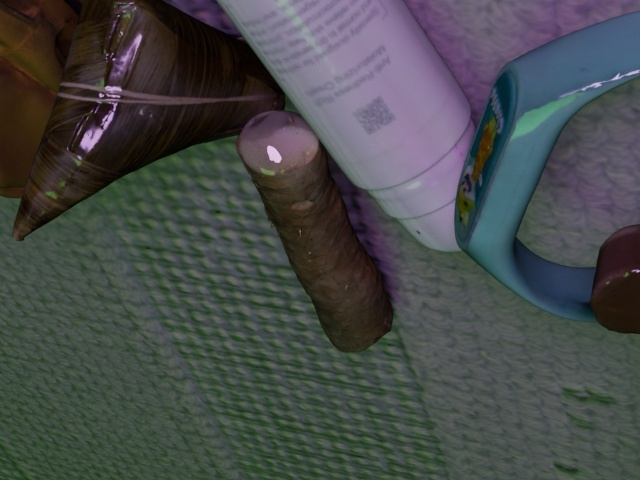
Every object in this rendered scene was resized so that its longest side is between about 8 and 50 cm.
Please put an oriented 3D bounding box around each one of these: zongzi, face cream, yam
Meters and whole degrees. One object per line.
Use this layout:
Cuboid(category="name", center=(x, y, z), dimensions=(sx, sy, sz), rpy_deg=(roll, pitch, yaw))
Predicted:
Cuboid(category="zongzi", center=(-0.110, -0.068, 0.827), dimensions=(0.187, 0.184, 0.084), rpy_deg=(18, -176, -46))
Cuboid(category="face cream", center=(0.015, -0.128, 0.769), dimensions=(0.102, 0.102, 0.345), rpy_deg=(-9, 131, 40))
Cuboid(category="yam", center=(0.000, 0.000, 0.925), dimensions=(0.066, 0.066, 0.299), rpy_deg=(10, 153, 22))

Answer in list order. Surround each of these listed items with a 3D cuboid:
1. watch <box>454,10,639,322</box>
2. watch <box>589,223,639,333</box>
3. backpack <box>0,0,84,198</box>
Cuboid(category="watch", center=(0.189, -0.043, 0.736), dimensions=(0.195, 0.068, 0.237), rpy_deg=(6, 133, -8))
Cuboid(category="watch", center=(0.322, 0.159, 0.662), dimensions=(0.314, 0.327, 0.335), rpy_deg=(-27, 129, 31))
Cuboid(category="backpack", center=(-0.341, -0.151, 0.835), dimensions=(0.353, 0.201, 0.378), rpy_deg=(5, 162, 25))
